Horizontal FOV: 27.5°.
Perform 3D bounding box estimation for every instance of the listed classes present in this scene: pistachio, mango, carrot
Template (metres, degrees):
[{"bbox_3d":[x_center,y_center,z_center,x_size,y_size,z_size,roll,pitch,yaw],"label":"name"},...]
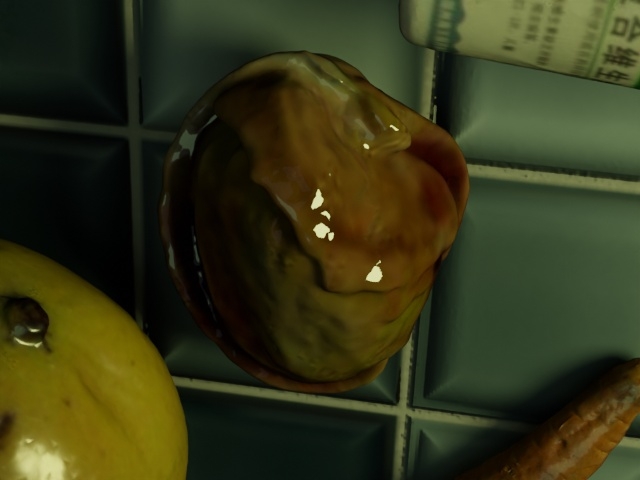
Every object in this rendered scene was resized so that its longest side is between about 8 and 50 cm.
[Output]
[{"bbox_3d":[0.000,0.000,0.686,0.165,0.130,0.210,-9,126,3],"label":"pistachio"},{"bbox_3d":[-0.293,0.145,0.771,0.445,0.220,0.301,-18,118,23],"label":"mango"},{"bbox_3d":[0.125,0.137,0.775,0.061,0.061,0.209,41,114,-11],"label":"carrot"}]

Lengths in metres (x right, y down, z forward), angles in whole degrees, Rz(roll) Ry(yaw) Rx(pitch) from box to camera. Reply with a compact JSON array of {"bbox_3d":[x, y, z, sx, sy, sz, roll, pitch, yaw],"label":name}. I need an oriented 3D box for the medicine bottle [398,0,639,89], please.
[{"bbox_3d":[0.160,-0.132,0.579,0.237,0.139,0.139,12,119,4],"label":"medicine bottle"}]
